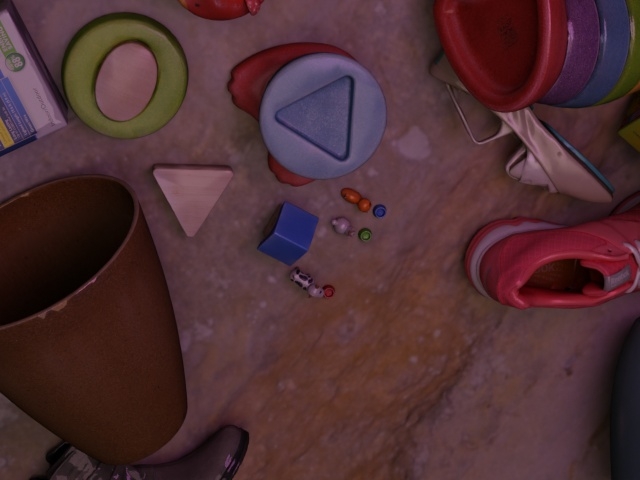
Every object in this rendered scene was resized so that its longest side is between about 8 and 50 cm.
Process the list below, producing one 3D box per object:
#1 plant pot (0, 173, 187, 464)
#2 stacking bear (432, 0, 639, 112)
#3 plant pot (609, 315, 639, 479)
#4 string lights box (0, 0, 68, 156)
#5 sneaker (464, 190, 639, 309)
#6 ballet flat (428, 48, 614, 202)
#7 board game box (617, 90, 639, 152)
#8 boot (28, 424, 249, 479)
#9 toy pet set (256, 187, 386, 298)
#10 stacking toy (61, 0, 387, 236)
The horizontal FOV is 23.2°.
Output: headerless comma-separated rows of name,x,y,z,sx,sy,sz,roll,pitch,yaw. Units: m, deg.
plant pot,-0.239,0.101,1.601,0.237,0.237,0.254,-27,124,1
stacking bear,0.289,-0.219,1.577,0.289,0.175,0.164,-8,76,-32
plant pot,0.447,0.187,1.694,0.293,0.293,0.235,-10,93,-5
string lights box,-0.398,-0.125,1.563,0.260,0.077,0.133,-26,111,0
sneaker,0.322,0.027,1.690,0.314,0.136,0.116,-12,109,-5
ballet flat,0.208,-0.114,1.659,0.086,0.086,0.248,-41,100,6
board game box,0.410,-0.096,1.677,0.181,0.092,0.043,39,142,-12
boot,-0.209,0.261,1.718,0.246,0.083,0.161,-45,103,5
toy pet set,0.000,0.000,1.670,0.114,0.065,0.122,28,101,-16
stacking toy,-0.099,-0.153,1.572,0.279,0.130,0.309,-37,109,4
